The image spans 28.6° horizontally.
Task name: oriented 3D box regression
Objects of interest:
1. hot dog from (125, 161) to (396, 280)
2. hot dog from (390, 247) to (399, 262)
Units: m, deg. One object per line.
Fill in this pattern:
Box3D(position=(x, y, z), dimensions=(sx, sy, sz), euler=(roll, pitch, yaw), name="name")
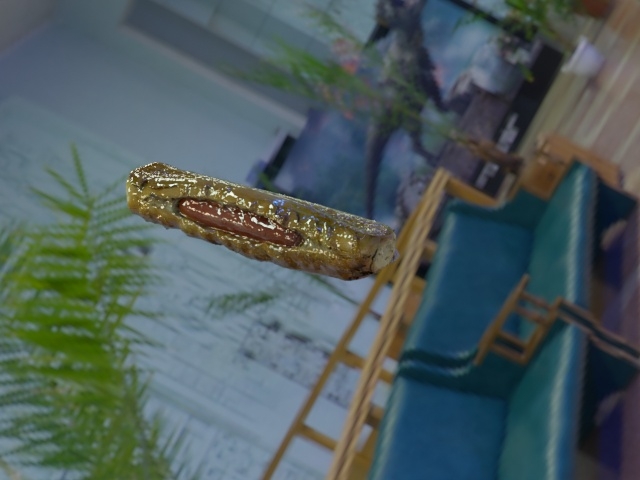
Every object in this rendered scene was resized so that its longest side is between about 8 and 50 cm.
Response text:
Box3D(position=(-0.063, -0.018, 1.192), dimensions=(0.083, 0.289, 0.068), euler=(-5, -73, -60), name="hot dog")
Box3D(position=(0.000, 0.000, 1.941), dimensions=(0.131, 0.253, 0.069), euler=(-35, -48, -53), name="hot dog")
